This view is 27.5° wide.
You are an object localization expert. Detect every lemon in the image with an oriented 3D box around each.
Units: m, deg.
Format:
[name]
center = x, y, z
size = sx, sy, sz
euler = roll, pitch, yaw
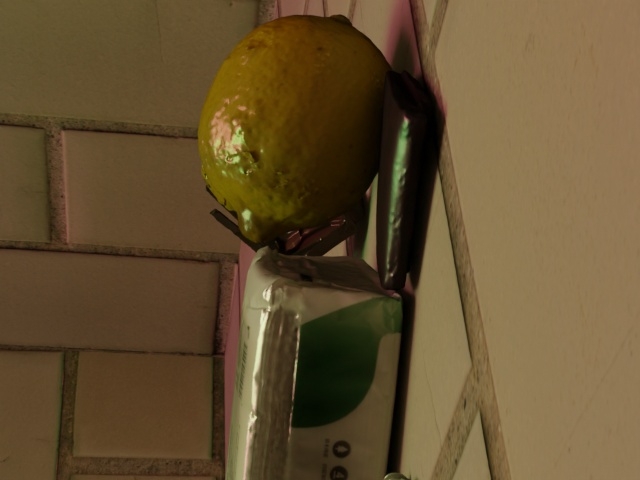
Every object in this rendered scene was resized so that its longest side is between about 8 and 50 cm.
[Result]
[lemon]
center = -0.031, -0.146, 1.675
size = 0.245, 0.245, 0.320
euler = 141, 153, -79

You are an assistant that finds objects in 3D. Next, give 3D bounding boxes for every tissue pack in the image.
[tissue pack]
center = -0.013, 0.204, 1.663
size = 0.266, 0.194, 0.356
euler = -128, 44, -79

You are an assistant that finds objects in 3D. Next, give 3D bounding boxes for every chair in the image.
[chair]
center = 0.000, 0.000, 1.941
size = 0.326, 0.183, 0.175
euler = 48, -169, -23

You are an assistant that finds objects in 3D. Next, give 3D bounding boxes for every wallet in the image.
[wallet]
center = 0.093, -0.072, 1.552
size = 0.182, 0.049, 0.229
euler = -98, 12, -66

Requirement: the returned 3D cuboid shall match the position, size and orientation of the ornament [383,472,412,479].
[ornament]
center = 0.087, 0.300, 1.470
size = 0.092, 0.041, 0.068
euler = -45, -36, -88
